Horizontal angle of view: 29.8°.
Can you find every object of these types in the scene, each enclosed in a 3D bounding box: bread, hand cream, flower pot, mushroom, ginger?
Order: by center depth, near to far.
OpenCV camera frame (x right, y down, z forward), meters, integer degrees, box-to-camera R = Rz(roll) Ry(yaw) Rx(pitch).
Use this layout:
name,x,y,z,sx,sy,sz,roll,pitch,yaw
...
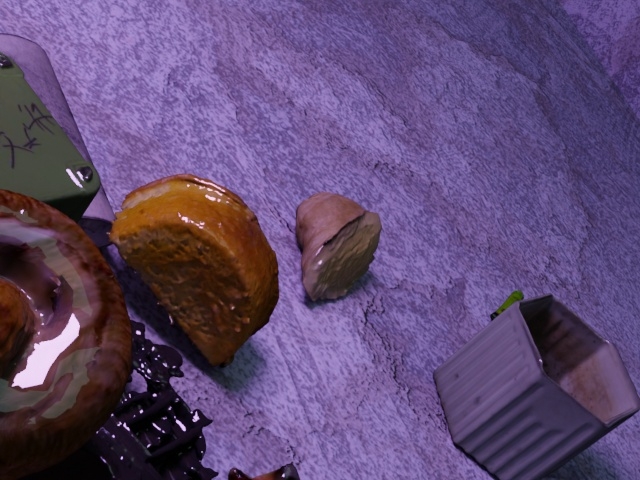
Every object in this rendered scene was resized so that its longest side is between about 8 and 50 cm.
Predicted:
name,x,y,z,sx,sy,sz,roll,pitch,yaw
mushroom,-0.296,0.081,0.953,0.263,0.195,0.283,52,21,-3
bread,-0.131,0.027,1.404,0.229,0.139,0.143,53,29,-16
ginger,0.000,0.002,1.697,0.123,0.115,0.193,29,34,15
flower pot,0.303,0.213,1.699,0.239,0.189,0.209,38,30,-9
hand cream,0.312,0.115,2.002,0.036,0.023,0.122,50,33,1

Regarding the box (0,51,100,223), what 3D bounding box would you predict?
name,x,y,z,sx,sy,sz,roll,pitch,yaw
box,-0.391,-0.060,1.181,0.252,0.178,0.329,53,30,10

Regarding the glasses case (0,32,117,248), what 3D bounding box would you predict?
name,x,y,z,sx,sy,sz,roll,pitch,yaw
glasses case,-0.335,-0.123,1.448,0.114,0.060,0.299,13,42,-50

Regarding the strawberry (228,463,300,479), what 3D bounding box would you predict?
name,x,y,z,sx,sy,sz,roll,pitch,yaw
strawberry,-0.040,0.375,1.133,0.233,0.138,0.306,29,50,-48

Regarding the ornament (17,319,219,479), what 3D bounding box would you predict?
name,x,y,z,sx,sy,sz,roll,pitch,yaw
ornament,-0.199,0.179,1.176,0.251,0.106,0.260,43,25,18
